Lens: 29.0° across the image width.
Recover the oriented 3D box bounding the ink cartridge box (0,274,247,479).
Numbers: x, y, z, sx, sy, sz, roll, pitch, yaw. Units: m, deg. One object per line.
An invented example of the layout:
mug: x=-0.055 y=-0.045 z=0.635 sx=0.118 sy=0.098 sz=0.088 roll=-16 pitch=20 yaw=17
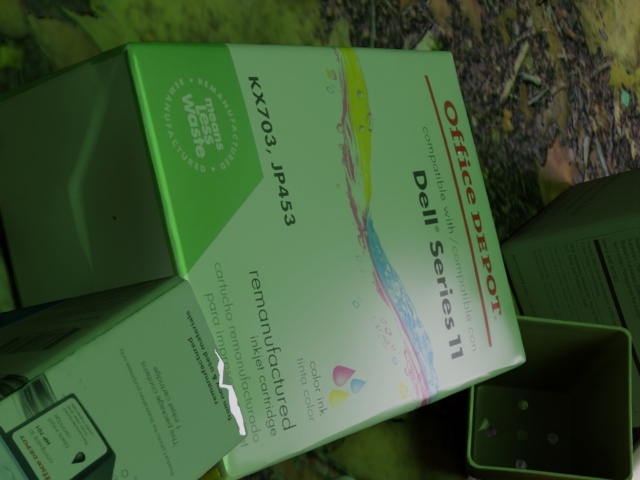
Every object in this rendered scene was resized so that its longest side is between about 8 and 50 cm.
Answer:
ink cartridge box: x=-0.143 y=0.093 z=0.479 sx=0.190 sy=0.139 sz=0.082 roll=-38 pitch=111 yaw=-50

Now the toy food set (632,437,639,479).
toy food set: x=0.302 y=0.261 z=1.054 sx=0.306 sy=0.092 sz=0.220 roll=-28 pitch=89 yaw=-53

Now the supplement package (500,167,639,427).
supplement package: x=0.327 y=0.025 z=0.977 sx=0.177 sy=0.292 sz=0.175 roll=-32 pitch=104 yaw=-52

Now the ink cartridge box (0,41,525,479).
ink cartridge box: x=0.000 y=0.000 z=0.709 sx=0.353 sy=0.119 sz=0.207 roll=-11 pitch=87 yaw=-53

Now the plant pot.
plant pot: x=0.150 y=0.122 z=0.863 sx=0.096 sy=0.109 sz=0.109 roll=99 pitch=-2 yaw=-66

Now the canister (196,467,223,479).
canister: x=-0.092 y=0.185 z=0.496 sx=0.169 sy=0.073 sz=0.126 roll=-25 pitch=100 yaw=-9

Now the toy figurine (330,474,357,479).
toy figurine: x=0.020 y=0.234 z=0.648 sx=0.209 sy=0.148 sz=0.213 roll=20 pitch=65 yaw=-41
